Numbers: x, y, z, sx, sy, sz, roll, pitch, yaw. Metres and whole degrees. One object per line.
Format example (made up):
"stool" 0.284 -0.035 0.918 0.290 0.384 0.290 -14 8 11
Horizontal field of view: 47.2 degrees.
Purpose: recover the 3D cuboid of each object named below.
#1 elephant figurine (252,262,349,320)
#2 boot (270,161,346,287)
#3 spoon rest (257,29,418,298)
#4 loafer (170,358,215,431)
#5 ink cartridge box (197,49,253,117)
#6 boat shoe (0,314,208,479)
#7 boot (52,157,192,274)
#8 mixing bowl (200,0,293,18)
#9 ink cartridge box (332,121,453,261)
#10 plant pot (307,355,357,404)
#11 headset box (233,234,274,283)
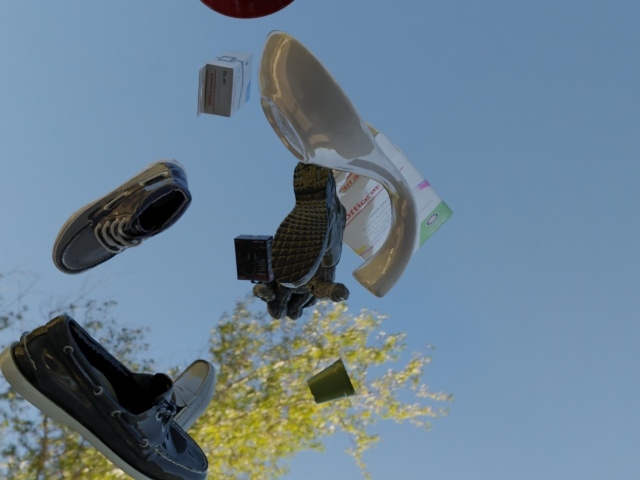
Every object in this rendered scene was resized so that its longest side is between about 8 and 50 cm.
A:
"elephant figurine" -0.023 0.063 1.561 0.186 0.169 0.239 51 -45 1
"boot" 0.000 0.000 1.170 0.083 0.161 0.247 -2 -127 20
"spoon rest" 0.024 -0.073 0.676 0.137 0.084 0.276 39 -19 52
"loafer" -0.356 0.407 1.808 0.111 0.319 0.112 1 -52 23
"ink cartridge box" -0.193 -0.317 1.493 0.060 0.180 0.104 11 -63 6
"boat shoe" -0.248 0.214 0.965 0.113 0.127 0.340 -43 -66 3
"boot" -0.228 -0.017 0.825 0.190 0.069 0.086 -41 -151 4
"mixing bowl" -0.106 -0.416 1.030 0.181 0.181 0.098 -40 -132 31
"ink cartridge box" 0.098 -0.087 1.451 0.207 0.353 0.119 -45 -129 4
"plant pot" 0.019 0.275 1.399 0.079 0.083 0.083 -23 -98 -3
"headset box" -0.112 0.034 1.254 0.062 0.032 0.083 3 -75 20
